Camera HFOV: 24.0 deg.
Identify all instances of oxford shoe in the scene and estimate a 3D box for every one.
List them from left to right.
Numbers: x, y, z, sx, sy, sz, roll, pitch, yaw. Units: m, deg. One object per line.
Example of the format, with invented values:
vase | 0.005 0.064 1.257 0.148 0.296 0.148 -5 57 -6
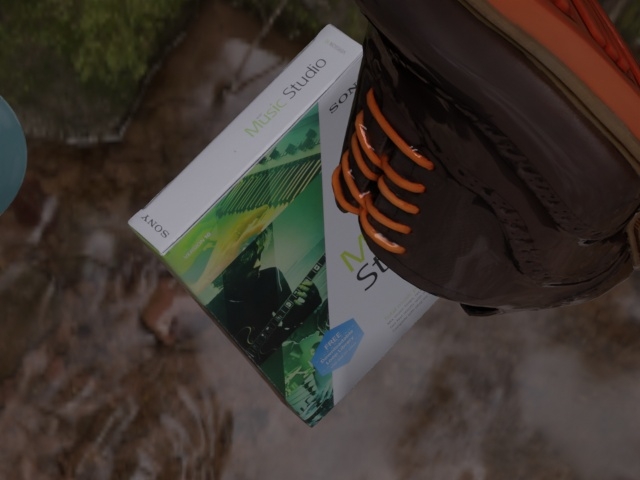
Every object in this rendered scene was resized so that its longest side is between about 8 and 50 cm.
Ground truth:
oxford shoe | 0.047 -0.026 0.442 0.098 0.271 0.097 -31 64 9

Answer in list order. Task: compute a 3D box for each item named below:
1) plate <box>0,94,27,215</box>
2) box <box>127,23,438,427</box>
plate | -0.380 -0.078 1.463 0.188 0.188 0.024 -8 27 -11
box | 0.000 0.000 1.286 0.232 0.322 0.058 -46 51 -8
